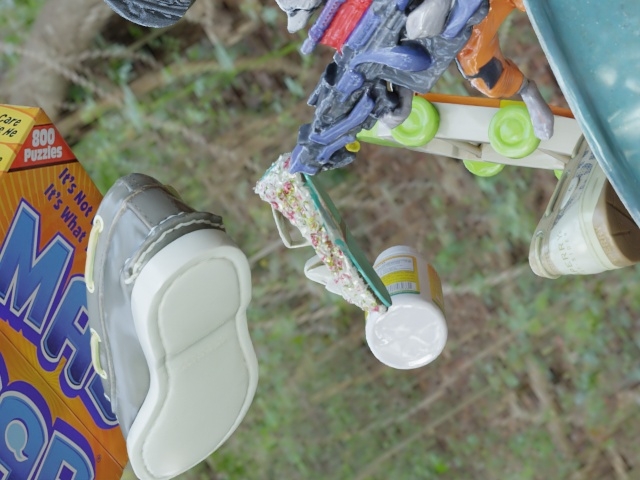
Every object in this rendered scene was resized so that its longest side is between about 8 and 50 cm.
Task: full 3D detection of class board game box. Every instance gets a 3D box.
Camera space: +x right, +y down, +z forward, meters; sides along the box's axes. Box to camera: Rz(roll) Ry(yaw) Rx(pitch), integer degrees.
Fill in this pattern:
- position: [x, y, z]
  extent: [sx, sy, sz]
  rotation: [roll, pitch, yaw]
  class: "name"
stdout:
- position: [-0.402, 0.107, 1.395]
  extent: [0.357, 0.356, 0.356]
  rotation: [7, 148, 26]
  class: "board game box"

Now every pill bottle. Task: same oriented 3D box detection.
- position: [0.122, 0.089, 2.159]
  extent: [0.117, 0.118, 0.208]
  rotation: [59, -167, -22]
  class: "pill bottle"

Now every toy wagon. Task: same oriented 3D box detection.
- position: [0.170, -0.121, 1.710]
  extent: [0.344, 0.068, 0.267]
  rotation: [9, 178, 25]
  class: "toy wagon"

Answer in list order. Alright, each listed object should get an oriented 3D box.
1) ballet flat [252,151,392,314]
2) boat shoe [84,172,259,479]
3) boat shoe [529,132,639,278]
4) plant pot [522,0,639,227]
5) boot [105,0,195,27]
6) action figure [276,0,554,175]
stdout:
- position: [0.000, 0.000, 1.801]
  extent: [0.241, 0.077, 0.091]
  rotation: [58, -167, -18]
  class: "ballet flat"
- position: [-0.110, 0.070, 1.049]
  extent: [0.091, 0.109, 0.305]
  rotation: [48, 153, 25]
  class: "boat shoe"
- position: [0.261, -0.054, 1.372]
  extent: [0.104, 0.089, 0.285]
  rotation: [62, -150, -11]
  class: "boat shoe"
- position: [0.351, -0.185, 1.042]
  extent: [0.341, 0.334, 0.341]
  rotation: [46, -152, -35]
  class: "plant pot"
- position: [-0.127, -0.420, 1.565]
  extent: [0.131, 0.260, 0.348]
  rotation: [23, 135, 8]
  class: "boot"
- position: [0.089, -0.192, 1.322]
  extent: [0.341, 0.330, 0.178]
  rotation: [-42, 43, 49]
  class: "action figure"
